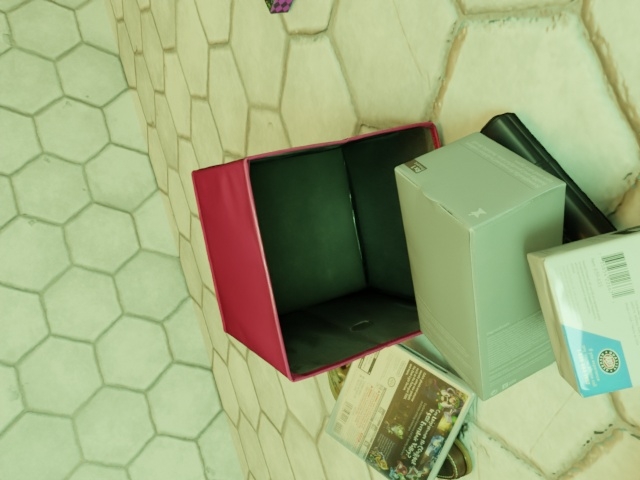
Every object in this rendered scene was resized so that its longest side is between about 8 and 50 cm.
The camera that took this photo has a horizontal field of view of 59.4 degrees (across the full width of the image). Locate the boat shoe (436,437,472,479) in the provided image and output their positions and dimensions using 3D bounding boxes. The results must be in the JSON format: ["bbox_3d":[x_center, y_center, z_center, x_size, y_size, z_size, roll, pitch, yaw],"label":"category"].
[{"bbox_3d":[0.138,0.316,0.850,0.207,0.073,0.073,-8,93,63],"label":"boat shoe"}]

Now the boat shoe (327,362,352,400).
[{"bbox_3d":[0.053,0.188,0.915,0.285,0.104,0.089,48,146,45],"label":"boat shoe"}]

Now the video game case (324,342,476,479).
[{"bbox_3d":[0.106,0.242,0.791,0.173,0.022,0.190,29,110,27],"label":"video game case"}]

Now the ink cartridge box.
[{"bbox_3d":[0.258,0.038,0.407,0.060,0.180,0.104,-8,-97,-81],"label":"ink cartridge box"}]

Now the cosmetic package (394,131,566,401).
[{"bbox_3d":[0.157,0.030,0.553,0.127,0.107,0.238,53,161,48],"label":"cosmetic package"}]

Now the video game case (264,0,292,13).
[{"bbox_3d":[-0.066,-0.512,0.861,0.210,0.041,0.232,69,154,13],"label":"video game case"}]

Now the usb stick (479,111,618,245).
[{"bbox_3d":[0.232,-0.007,0.524,0.278,0.045,0.077,61,147,28],"label":"usb stick"}]

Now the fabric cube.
[{"bbox_3d":[0.000,0.000,0.753,0.258,0.259,0.254,5,109,65],"label":"fabric cube"}]
